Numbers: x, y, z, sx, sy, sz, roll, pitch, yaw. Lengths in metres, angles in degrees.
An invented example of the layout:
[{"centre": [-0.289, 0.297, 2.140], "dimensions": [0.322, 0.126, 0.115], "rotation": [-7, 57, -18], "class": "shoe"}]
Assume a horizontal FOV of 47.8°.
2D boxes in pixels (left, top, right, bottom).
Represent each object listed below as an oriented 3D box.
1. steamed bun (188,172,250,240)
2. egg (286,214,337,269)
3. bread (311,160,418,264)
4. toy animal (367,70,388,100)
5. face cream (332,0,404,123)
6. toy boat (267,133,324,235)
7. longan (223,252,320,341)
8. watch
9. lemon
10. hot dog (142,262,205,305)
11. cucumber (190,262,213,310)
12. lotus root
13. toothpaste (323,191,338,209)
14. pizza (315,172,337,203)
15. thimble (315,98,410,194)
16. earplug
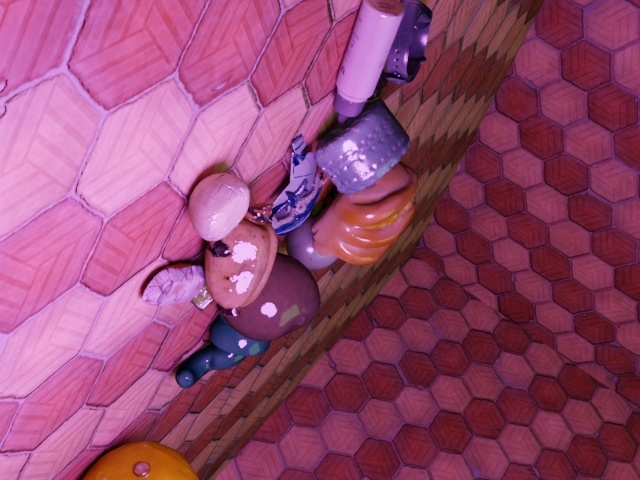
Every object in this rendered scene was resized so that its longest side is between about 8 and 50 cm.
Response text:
[{"centre": [-0.195, -0.070, 1.340], "dimensions": [0.130, 0.091, 0.112], "rotation": [-51, 164, -23], "class": "steamed bun"}, {"centre": [-0.014, 0.006, 2.011], "dimensions": [0.192, 0.149, 0.149], "rotation": [-23, 146, -54], "class": "egg"}, {"centre": [0.144, -0.082, 1.895], "dimensions": [0.270, 0.211, 0.315], "rotation": [-46, -172, 37], "class": "bread"}, {"centre": [0.127, -0.384, 1.734], "dimensions": [0.135, 0.065, 0.047], "rotation": [-60, 175, -45], "class": "toy animal"}, {"centre": [0.091, -0.378, 1.569], "dimensions": [0.092, 0.092, 0.311], "rotation": [-42, 161, -42], "class": "face cream"}, {"centre": [-0.071, -0.115, 1.722], "dimensions": [0.210, 0.070, 0.291], "rotation": [-57, 163, -10], "class": "toy boat"}, {"centre": [-0.122, 0.136, 1.749], "dimensions": [0.248, 0.248, 0.248], "rotation": [-50, 166, -18], "class": "longan"}, {"centre": [0.210, -0.467, 1.719], "dimensions": [0.206, 0.068, 0.192], "rotation": [-20, 125, -71], "class": "watch"}, {"centre": [-0.445, 0.663, 1.773], "dimensions": [0.348, 0.348, 0.348], "rotation": [-50, 166, -18], "class": "lemon"}, {"centre": [-0.298, 0.091, 1.467], "dimensions": [0.099, 0.053, 0.192], "rotation": [-60, 163, 14], "class": "hot dog"}, {"centre": [-0.224, 0.055, 1.620], "dimensions": [0.211, 0.062, 0.078], "rotation": [-46, 121, -11], "class": "cucumber"}, {"centre": [-0.174, 0.031, 1.519], "dimensions": [0.154, 0.140, 0.256], "rotation": [6, 101, -58], "class": "lotus root"}, {"centre": [0.126, -0.171, 2.220], "dimensions": [0.320, 0.076, 0.066], "rotation": [-43, 159, -43], "class": "toothpaste"}, {"centre": [0.030, -0.168, 1.976], "dimensions": [0.178, 0.041, 0.131], "rotation": [-58, 164, 11], "class": "pizza"}, {"centre": [0.093, -0.218, 1.714], "dimensions": [0.235, 0.143, 0.198], "rotation": [-44, -165, -24], "class": "thimble"}, {"centre": [-0.251, 0.254, 1.890], "dimensions": [0.258, 0.164, 0.280], "rotation": [11, 106, -35], "class": "earplug"}]
